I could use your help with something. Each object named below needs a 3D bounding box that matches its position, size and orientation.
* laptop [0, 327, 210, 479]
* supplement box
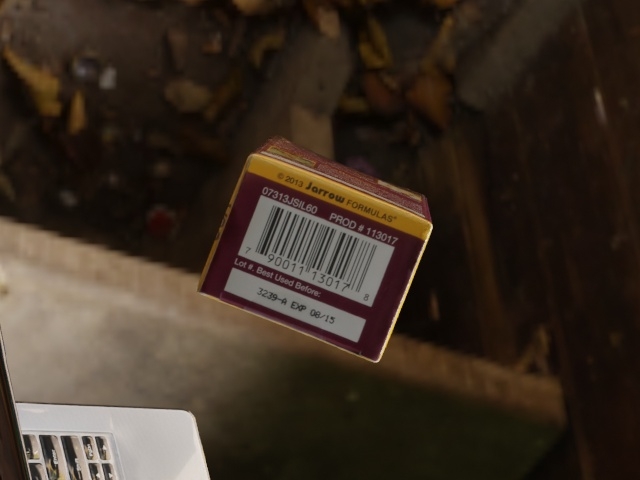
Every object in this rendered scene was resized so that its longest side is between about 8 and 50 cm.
[{"bbox_3d":[-0.115,0.254,1.335,0.236,0.382,0.408,-29,157,34],"label":"laptop"},{"bbox_3d":[0.000,0.000,1.063,0.104,0.188,0.081,22,96,0],"label":"supplement box"}]
